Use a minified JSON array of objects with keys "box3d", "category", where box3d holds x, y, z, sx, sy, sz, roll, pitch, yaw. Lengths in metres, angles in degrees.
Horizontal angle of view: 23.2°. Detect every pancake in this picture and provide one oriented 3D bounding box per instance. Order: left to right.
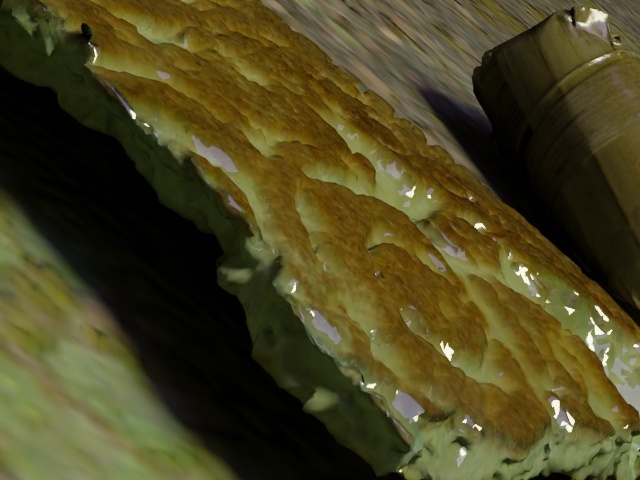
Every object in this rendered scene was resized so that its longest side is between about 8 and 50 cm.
[{"box3d":[-0.003,0.003,0.445,0.376,0.054,0.197,32,22,-24],"category":"pancake"}]

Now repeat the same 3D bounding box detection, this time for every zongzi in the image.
[{"box3d":[0.165,-0.007,0.752,0.178,0.081,0.189,30,29,-58],"category":"zongzi"}]
